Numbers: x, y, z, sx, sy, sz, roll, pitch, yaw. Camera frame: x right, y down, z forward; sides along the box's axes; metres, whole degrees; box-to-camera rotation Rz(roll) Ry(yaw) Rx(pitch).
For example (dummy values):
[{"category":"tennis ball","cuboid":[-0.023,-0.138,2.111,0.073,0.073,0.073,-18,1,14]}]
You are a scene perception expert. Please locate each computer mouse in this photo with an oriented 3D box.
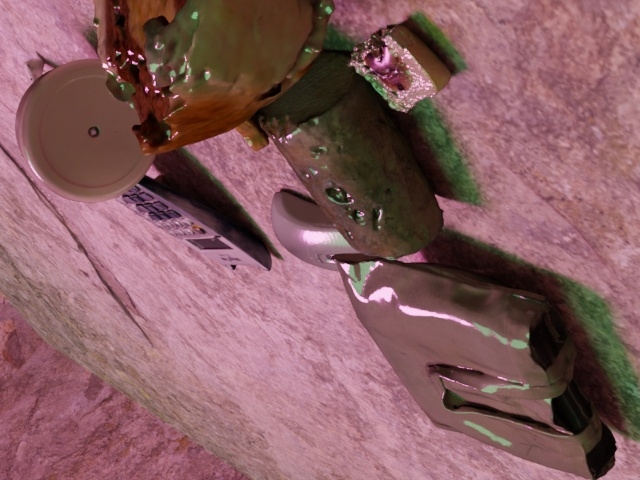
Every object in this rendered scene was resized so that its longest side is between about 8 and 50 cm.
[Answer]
[{"category":"computer mouse","cuboid":[0.000,0.000,1.314,0.182,0.056,0.089,20,157,43]}]

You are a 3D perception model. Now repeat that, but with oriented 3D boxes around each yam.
[{"category":"yam","cuboid":[0.033,-0.071,1.033,0.107,0.107,0.194,16,150,49]}]

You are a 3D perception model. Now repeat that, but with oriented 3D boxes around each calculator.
[{"category":"calculator","cuboid":[-0.197,-0.031,1.540,0.268,0.040,0.177,30,165,-26]}]

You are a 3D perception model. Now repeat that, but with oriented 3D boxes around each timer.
[{"category":"timer","cuboid":[-0.338,-0.154,1.457,0.175,0.175,0.266,52,164,-28]}]

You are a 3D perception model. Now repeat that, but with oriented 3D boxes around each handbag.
[{"category":"handbag","cuboid":[0.173,0.130,1.199,0.253,0.109,0.315,15,148,42]}]

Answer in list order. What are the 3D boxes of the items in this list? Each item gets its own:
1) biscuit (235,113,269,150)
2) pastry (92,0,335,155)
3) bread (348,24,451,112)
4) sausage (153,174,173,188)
[{"category":"biscuit","cuboid":[-0.084,-0.153,1.065,0.133,0.027,0.184,57,-172,-9]},{"category":"pastry","cuboid":[-0.086,-0.201,0.885,0.256,0.170,0.236,150,112,-65]},{"category":"bread","cuboid":[0.066,-0.142,0.922,0.070,0.035,0.083,45,157,-16]},{"category":"sausage","cuboid":[-0.203,-0.044,1.630,0.024,0.024,0.132,18,150,47]}]
